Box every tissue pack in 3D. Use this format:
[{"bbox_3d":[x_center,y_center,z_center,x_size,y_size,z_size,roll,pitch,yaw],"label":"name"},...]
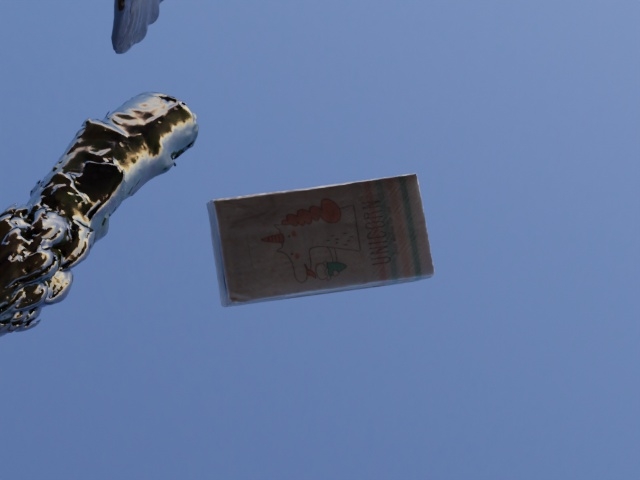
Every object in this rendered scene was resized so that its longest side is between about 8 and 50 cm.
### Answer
[{"bbox_3d":[0.000,0.000,0.970,0.108,0.023,0.056,-6,-98,-13],"label":"tissue pack"}]

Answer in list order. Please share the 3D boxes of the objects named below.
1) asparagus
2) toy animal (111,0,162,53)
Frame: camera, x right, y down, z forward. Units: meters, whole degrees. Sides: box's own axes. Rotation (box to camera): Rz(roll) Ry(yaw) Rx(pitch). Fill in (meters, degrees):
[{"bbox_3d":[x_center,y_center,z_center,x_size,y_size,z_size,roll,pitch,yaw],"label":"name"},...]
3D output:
[{"bbox_3d":[-0.085,-0.009,0.657,0.036,0.030,0.165,43,-148,-8],"label":"asparagus"},{"bbox_3d":[-0.073,-0.290,1.327,0.160,0.197,0.273,-3,-129,-8],"label":"toy animal"}]
